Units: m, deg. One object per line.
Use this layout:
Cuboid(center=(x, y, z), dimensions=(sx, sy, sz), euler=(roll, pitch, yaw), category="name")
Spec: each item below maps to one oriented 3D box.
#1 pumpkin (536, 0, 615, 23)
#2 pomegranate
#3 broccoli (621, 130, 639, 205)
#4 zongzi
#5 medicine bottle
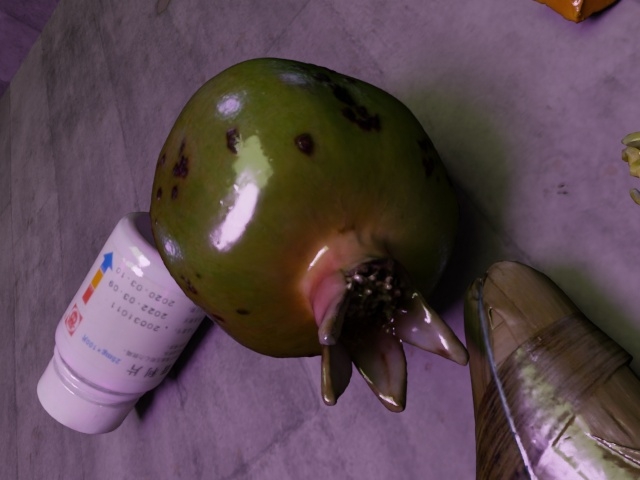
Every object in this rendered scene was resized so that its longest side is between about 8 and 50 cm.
Cuboid(center=(0.247, -0.248, 0.541), dimensions=(0.083, 0.054, 0.074), euler=(-35, 53, 2), category="pumpkin")
Cuboid(center=(-0.002, -0.025, 0.501), dimensions=(0.291, 0.290, 0.323), euler=(-69, 18, -1), category="pomegranate")
Cuboid(center=(0.283, -0.064, 0.323), dimensions=(0.242, 0.273, 0.180), euler=(-40, 17, 24), category="broccoli")
Cuboid(center=(0.143, 0.163, 0.447), dimensions=(0.242, 0.112, 0.221), euler=(-52, 43, 27), category="zongzi")
Cuboid(center=(-0.270, 0.118, 0.809), dimensions=(0.293, 0.170, 0.170), euler=(-55, 46, 12), category="medicine bottle")
